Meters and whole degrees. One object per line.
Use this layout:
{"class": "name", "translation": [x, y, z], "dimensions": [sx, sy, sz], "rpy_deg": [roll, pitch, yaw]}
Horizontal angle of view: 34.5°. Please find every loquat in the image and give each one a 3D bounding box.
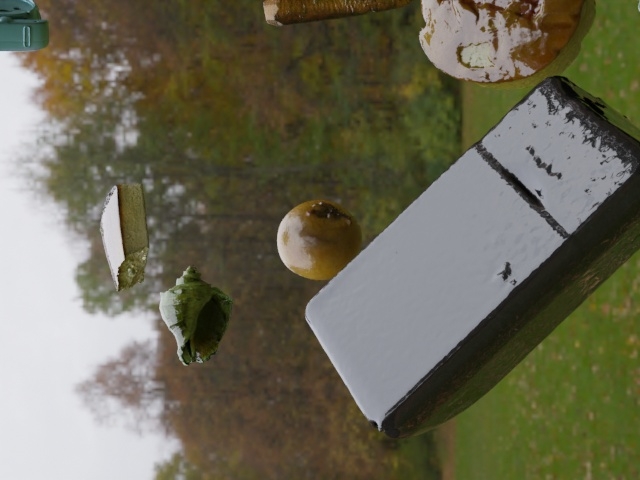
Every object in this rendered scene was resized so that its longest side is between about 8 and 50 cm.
{"class": "loquat", "translation": [0.000, 0.000, 1.715], "dimensions": [0.141, 0.141, 0.141], "rpy_deg": [1, -90, -84]}

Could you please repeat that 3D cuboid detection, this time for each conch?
{"class": "conch", "translation": [-0.146, 0.088, 1.226], "dimensions": [0.074, 0.089, 0.121], "rpy_deg": [-146, 53, -80]}

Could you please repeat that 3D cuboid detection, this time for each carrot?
{"class": "carrot", "translation": [0.041, -0.490, 2.123], "dimensions": [0.066, 0.314, 0.066], "rpy_deg": [-6, -90, -85]}

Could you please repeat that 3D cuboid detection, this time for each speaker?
{"class": "speaker", "translation": [0.196, 0.024, 0.974], "dimensions": [0.184, 0.388, 0.180], "rpy_deg": [38, -168, -44]}

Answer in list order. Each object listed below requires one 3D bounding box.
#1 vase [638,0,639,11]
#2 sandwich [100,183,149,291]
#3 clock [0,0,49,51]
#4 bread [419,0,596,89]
{"class": "vase", "translation": [0.543, -0.557, 1.808], "dimensions": [0.299, 0.143, 0.143], "rpy_deg": [47, -157, -17]}
{"class": "sandwich", "translation": [-0.333, 0.010, 1.750], "dimensions": [0.193, 0.058, 0.162], "rpy_deg": [137, 128, -63]}
{"class": "clock", "translation": [-0.409, -0.286, 1.319], "dimensions": [0.147, 0.108, 0.045], "rpy_deg": [-124, 37, -52]}
{"class": "bread", "translation": [0.274, -0.354, 1.521], "dimensions": [0.148, 0.269, 0.270], "rpy_deg": [3, -93, -59]}
